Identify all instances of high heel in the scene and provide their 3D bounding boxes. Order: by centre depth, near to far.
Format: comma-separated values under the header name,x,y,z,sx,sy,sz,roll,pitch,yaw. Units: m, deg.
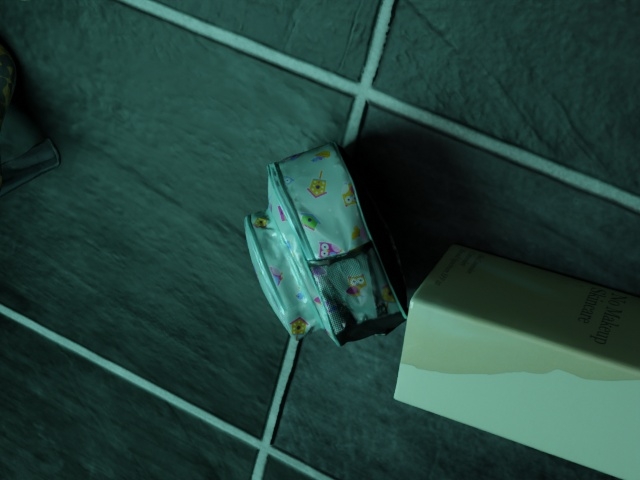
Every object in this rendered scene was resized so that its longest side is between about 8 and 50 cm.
name,x,y,z,sx,sy,sz,roll,pitch,yaw
high heel,-0.432,-0.160,1.103,0.093,0.186,0.261,-30,97,34

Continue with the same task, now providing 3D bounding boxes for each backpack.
name,x,y,z,sx,sy,sz,roll,pitch,yaw
backpack,0.000,0.000,0.969,0.144,0.166,0.189,-14,102,-1

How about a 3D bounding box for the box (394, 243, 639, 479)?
name,x,y,z,sx,sy,sz,roll,pitch,yaw
box,0.244,0.122,0.923,0.311,0.148,0.121,16,119,18
